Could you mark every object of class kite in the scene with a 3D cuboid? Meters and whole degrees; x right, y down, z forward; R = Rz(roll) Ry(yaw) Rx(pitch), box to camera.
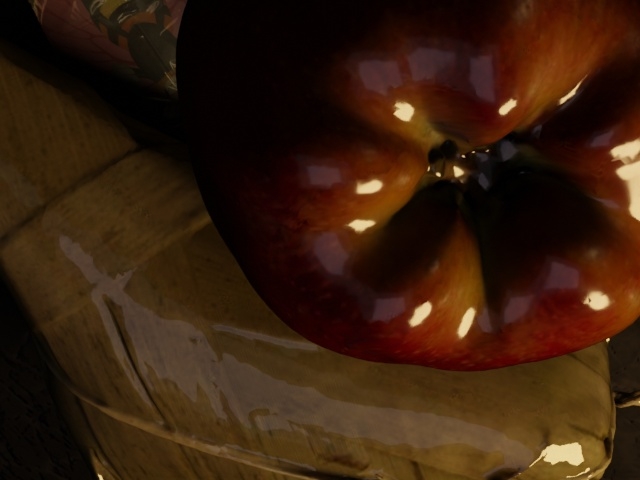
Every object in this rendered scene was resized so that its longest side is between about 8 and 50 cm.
[{"bbox_3d":[-0.149,-0.191,0.907,0.204,0.022,0.360,-12,126,34],"label":"kite"}]

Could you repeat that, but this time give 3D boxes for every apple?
[{"bbox_3d":[0.059,-0.077,0.716,0.288,0.317,0.288,-1,113,-3],"label":"apple"}]

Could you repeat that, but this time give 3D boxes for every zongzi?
[{"bbox_3d":[-0.007,0.015,0.885,0.500,0.218,0.467,-2,134,26],"label":"zongzi"}]
